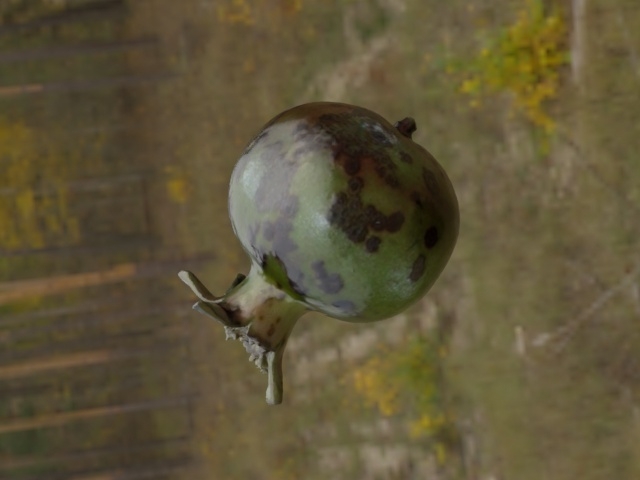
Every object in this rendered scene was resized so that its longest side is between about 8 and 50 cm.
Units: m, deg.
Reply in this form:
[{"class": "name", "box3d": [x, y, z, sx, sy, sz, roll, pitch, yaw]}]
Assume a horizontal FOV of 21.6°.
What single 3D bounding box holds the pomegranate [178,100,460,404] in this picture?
[{"class": "pomegranate", "box3d": [-0.001, -0.005, 1.020, 0.148, 0.169, 0.148, 51, -166, -18]}]
